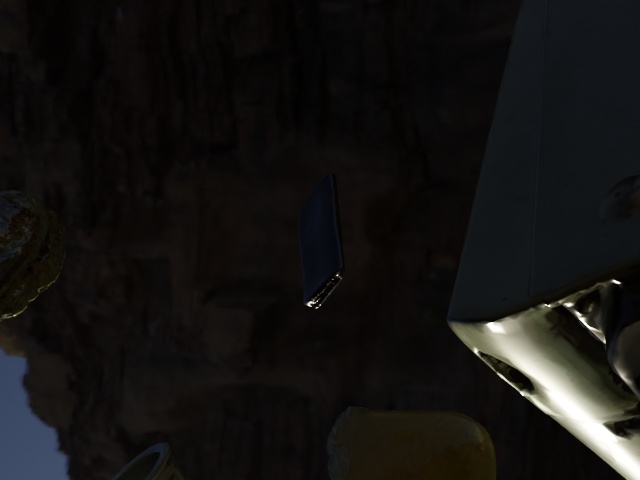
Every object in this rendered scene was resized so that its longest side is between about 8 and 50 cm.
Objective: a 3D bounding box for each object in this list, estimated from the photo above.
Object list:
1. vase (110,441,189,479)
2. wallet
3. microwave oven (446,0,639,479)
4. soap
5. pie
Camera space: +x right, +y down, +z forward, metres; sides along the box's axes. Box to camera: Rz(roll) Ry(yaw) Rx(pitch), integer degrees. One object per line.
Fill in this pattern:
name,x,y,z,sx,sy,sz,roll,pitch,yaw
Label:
vase,-0.125,0.384,1.188,0.299,0.143,0.143,48,-139,-9
wallet,0.000,0.000,1.201,0.018,0.082,0.157,18,-139,-22
microwave oven,0.297,0.024,0.432,0.394,0.333,0.247,39,-137,-25
soap,0.051,0.160,0.723,0.033,0.168,0.089,29,-114,-38
pie,-0.447,0.023,1.388,0.090,0.200,0.248,84,-159,-47
